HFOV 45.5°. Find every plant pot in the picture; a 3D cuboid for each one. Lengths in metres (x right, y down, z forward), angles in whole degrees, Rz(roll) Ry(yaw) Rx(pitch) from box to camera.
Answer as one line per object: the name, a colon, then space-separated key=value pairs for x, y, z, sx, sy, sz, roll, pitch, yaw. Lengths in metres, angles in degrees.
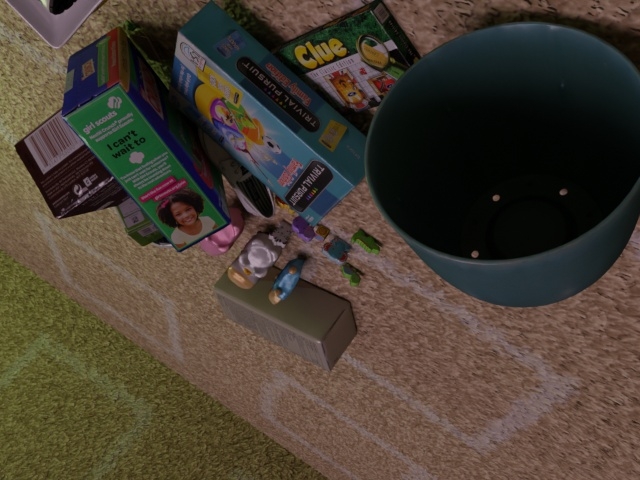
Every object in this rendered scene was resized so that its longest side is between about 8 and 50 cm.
plant pot: x=0.224 y=-0.056 z=0.869 sx=0.293 sy=0.293 sz=0.235 roll=20 pitch=162 yaw=31

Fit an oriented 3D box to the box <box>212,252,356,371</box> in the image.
box: x=-0.082 y=0.163 z=1.765 sx=0.311 sy=0.121 sz=0.148 roll=24 pitch=151 yaw=25

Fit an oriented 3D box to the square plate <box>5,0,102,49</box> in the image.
square plate: x=-0.411 y=-0.496 z=1.082 sx=0.344 sy=0.049 sz=0.347 roll=-28 pitch=114 yaw=37

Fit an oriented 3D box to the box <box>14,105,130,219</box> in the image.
box: x=-0.438 y=-0.163 z=1.484 sx=0.168 sy=0.203 sz=0.167 roll=-32 pitch=88 yaw=21

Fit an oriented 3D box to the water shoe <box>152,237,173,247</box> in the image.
water shoe: x=-0.429 y=-0.046 z=1.913 sx=0.203 sy=0.073 sz=0.080 roll=24 pitch=149 yaw=24

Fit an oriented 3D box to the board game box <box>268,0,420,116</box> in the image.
board game box: x=0.031 y=-0.242 z=1.077 sx=0.260 sy=0.030 sz=0.136 roll=-6 pitch=129 yaw=54

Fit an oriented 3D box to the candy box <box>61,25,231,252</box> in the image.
candy box: x=-0.298 y=-0.179 z=1.325 sx=0.317 sy=0.122 sz=0.268 roll=53 pitch=-170 yaw=-35

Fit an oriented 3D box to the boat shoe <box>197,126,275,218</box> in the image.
boat shoe: x=-0.138 y=-0.135 z=1.378 sx=0.076 sy=0.083 sz=0.226 roll=35 pitch=162 yaw=54

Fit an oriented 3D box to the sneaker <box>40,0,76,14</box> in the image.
sneaker: x=-0.360 y=-0.441 z=1.008 sx=0.124 sy=0.107 sz=0.283 roll=38 pitch=133 yaw=-4

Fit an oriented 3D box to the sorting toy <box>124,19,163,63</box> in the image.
sorting toy: x=-0.313 y=-0.351 z=1.343 sx=0.062 sy=0.012 sz=0.083 roll=25 pitch=155 yaw=34

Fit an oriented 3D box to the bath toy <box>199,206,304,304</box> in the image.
bath toy: x=-0.196 y=-0.011 z=1.637 sx=0.348 sy=0.129 sz=0.151 roll=40 pitch=110 yaw=-9

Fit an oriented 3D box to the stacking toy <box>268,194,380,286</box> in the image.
stacking toy: x=0.000 y=0.000 z=1.480 sx=0.221 sy=0.052 sz=0.167 roll=33 pitch=154 yaw=7

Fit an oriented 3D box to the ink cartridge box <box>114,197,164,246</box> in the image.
ink cartridge box: x=-0.427 y=-0.130 z=1.710 sx=0.255 sy=0.097 sz=0.189 roll=64 pitch=173 yaw=6

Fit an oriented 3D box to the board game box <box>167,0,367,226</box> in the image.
board game box: x=-0.085 y=-0.184 z=1.210 sx=0.336 sy=0.079 sz=0.254 roll=41 pitch=161 yaw=-2

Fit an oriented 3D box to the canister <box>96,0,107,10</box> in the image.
canister: x=-0.401 y=-0.459 z=1.211 sx=0.170 sy=0.073 sz=0.126 roll=43 pitch=152 yaw=-14
